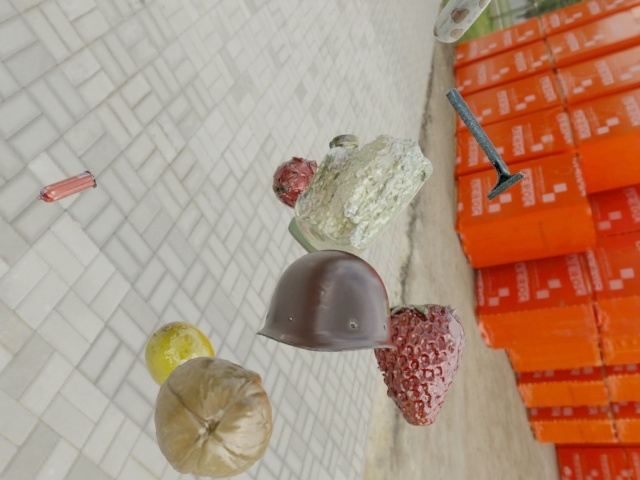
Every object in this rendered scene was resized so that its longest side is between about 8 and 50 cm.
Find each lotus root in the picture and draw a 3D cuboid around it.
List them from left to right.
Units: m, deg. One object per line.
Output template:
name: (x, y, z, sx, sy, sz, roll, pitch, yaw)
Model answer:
lotus root: (0.067, -0.280, 1.488, 0.049, 0.099, 0.054, -128, -145, -53)

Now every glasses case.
glasses case: (0.290, -0.469, 1.038, 0.063, 0.164, 0.041, 17, 60, -16)

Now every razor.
razor: (0.246, -0.157, 0.794, 0.033, 0.066, 0.190, -7, 64, -42)

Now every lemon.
lemon: (-0.484, 0.408, 1.771, 0.236, 0.235, 0.263, -15, 95, -65)

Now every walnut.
walnut: (-0.246, 0.406, 1.199, 0.313, 0.277, 0.252, 108, -7, -81)

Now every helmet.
helmet: (0.008, 0.062, 0.556, 0.175, 0.155, 0.106, 13, 81, -73)

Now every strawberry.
strawberry: (0.198, 0.252, 1.051, 0.205, 0.205, 0.245, 22, 67, -61)

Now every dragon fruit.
dragon fruit: (-0.067, -0.186, 1.647, 0.209, 0.172, 0.172, -11, 90, -36)

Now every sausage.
sausage: (-0.608, -0.122, 1.221, 0.145, 0.048, 0.050, -40, 119, -50)

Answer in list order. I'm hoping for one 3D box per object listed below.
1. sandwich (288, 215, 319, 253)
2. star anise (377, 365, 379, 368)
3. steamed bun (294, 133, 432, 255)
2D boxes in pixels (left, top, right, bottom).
sandwich: (0.000, 0.000, 1.531, 0.220, 0.108, 0.186, 45, -3, -3)
star anise: (0.190, 0.307, 1.386, 0.070, 0.191, 0.097, 16, 56, -18)
steamed bun: (0.057, -0.080, 0.912, 0.170, 0.200, 0.225, 43, 59, -7)
